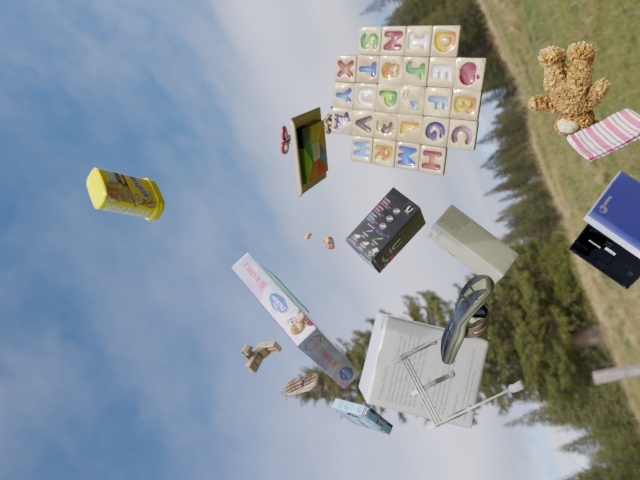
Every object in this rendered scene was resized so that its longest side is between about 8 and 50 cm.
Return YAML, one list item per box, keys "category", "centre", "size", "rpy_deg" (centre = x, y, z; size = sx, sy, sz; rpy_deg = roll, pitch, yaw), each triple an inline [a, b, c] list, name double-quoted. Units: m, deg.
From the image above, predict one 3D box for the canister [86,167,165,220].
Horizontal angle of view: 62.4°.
- category: "canister"
  centre: [-0.510, -0.121, 1.385]
  size: [0.169, 0.073, 0.126]
  rpy_deg: [11, -141, -50]

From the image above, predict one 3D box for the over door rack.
- category: "over door rack"
  centre: [0.403, 0.380, 1.538]
  size: [0.108, 0.324, 0.240]
  rpy_deg: [2, -124, -55]

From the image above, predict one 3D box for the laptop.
- category: "laptop"
  centre: [1.026, 0.044, 1.868]
  size: [0.234, 0.136, 0.264]
  rpy_deg: [40, 154, 23]

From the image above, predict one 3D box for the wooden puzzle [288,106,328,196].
- category: "wooden puzzle"
  centre: [-0.025, -0.265, 1.553]
  size: [0.239, 0.044, 0.221]
  rpy_deg: [-50, -42, -60]

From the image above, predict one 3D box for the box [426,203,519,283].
- category: "box"
  centre: [0.495, 0.014, 1.730]
  size: [0.275, 0.113, 0.094]
  rpy_deg: [41, 153, 13]

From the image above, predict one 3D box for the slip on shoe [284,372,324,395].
- category: "slip on shoe"
  centre: [-0.047, 0.424, 1.537]
  size: [0.041, 0.135, 0.051]
  rpy_deg: [43, -147, -27]

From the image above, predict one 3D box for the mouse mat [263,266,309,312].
- category: "mouse mat"
  centre: [-0.117, 0.165, 1.788]
  size: [0.190, 0.007, 0.152]
  rpy_deg: [50, 170, -19]

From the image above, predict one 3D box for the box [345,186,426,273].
- category: "box"
  centre: [0.248, -0.035, 1.982]
  size: [0.143, 0.270, 0.165]
  rpy_deg: [42, 179, 26]

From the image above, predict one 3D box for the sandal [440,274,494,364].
- category: "sandal"
  centre: [0.395, 0.210, 1.388]
  size: [0.120, 0.086, 0.303]
  rpy_deg: [-69, -7, -52]

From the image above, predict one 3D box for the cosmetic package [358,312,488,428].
- category: "cosmetic package"
  centre: [0.386, 0.487, 2.049]
  size: [0.327, 0.393, 0.330]
  rpy_deg: [95, -171, -85]

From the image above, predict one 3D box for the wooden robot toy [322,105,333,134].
- category: "wooden robot toy"
  centre: [0.050, -0.489, 2.230]
  size: [0.076, 0.173, 0.079]
  rpy_deg: [39, -175, 38]

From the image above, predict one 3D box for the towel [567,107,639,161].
- category: "towel"
  centre: [0.846, -0.313, 1.544]
  size: [0.029, 0.197, 0.144]
  rpy_deg: [54, -163, -33]

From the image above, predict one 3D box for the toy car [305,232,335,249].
- category: "toy car"
  centre: [0.000, 0.000, 2.111]
  size: [0.060, 0.121, 0.041]
  rpy_deg: [-89, 8, -45]

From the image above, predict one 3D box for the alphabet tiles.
- category: "alphabet tiles"
  centre: [0.167, -0.292, 1.096]
  size: [0.011, 0.342, 0.285]
  rpy_deg: [-18, -63, -51]

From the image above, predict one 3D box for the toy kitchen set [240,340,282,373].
- category: "toy kitchen set"
  centre: [-0.168, 0.312, 1.462]
  size: [0.068, 0.075, 0.083]
  rpy_deg: [52, -136, -23]

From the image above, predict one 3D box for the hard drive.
- category: "hard drive"
  centre: [0.892, -0.029, 1.407]
  size: [0.318, 0.210, 0.040]
  rpy_deg: [40, 153, 16]

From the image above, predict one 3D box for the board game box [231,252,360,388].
- category: "board game box"
  centre: [-0.062, 0.213, 1.386]
  size: [0.318, 0.066, 0.318]
  rpy_deg: [42, 173, 40]

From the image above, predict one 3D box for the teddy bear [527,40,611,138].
- category: "teddy bear"
  centre: [0.798, -0.469, 1.696]
  size: [0.113, 0.244, 0.338]
  rpy_deg: [-55, -30, -42]

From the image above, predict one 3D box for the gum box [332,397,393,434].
- category: "gum box"
  centre: [0.158, 0.666, 2.000]
  size: [0.157, 0.184, 0.041]
  rpy_deg: [46, -121, -31]

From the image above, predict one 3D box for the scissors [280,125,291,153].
- category: "scissors"
  centre: [-0.129, -0.402, 2.131]
  size: [0.297, 0.021, 0.109]
  rpy_deg: [-61, -30, -79]
